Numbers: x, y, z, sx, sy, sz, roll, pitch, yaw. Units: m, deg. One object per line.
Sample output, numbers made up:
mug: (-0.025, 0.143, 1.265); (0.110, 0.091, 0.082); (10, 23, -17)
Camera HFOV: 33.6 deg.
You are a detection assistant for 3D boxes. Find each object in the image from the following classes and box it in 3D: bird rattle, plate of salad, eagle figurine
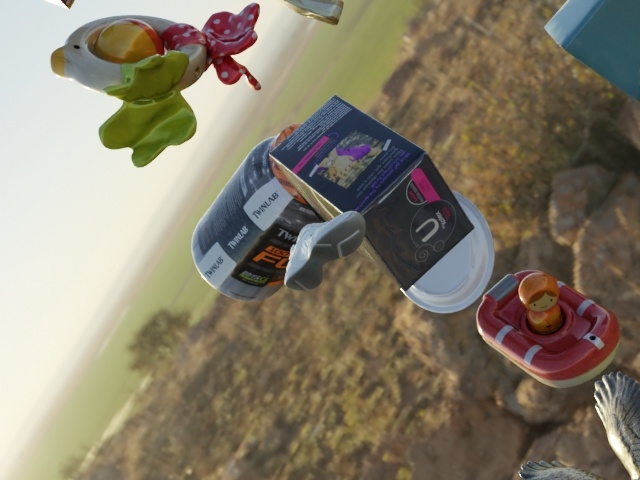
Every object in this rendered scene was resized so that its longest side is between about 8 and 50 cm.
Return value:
bird rattle: (-0.191, -0.219, 1.229); (0.143, 0.207, 0.253); (95, -160, -45)
plate of salad: (0.194, 0.016, 1.690); (0.048, 0.200, 0.200); (-7, -39, -51)
eagle figurine: (0.482, 0.380, 1.665); (0.226, 0.298, 0.225); (-25, -30, -41)

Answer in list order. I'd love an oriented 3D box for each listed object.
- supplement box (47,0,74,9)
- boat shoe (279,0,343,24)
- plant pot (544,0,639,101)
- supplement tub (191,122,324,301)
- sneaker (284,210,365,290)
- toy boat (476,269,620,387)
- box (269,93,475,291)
supplement box: (-0.316, -0.319, 1.246); (0.055, 0.043, 0.083); (-63, -19, -11)
boat shoe: (-0.017, -0.412, 1.835); (0.045, 0.135, 0.050); (-63, -25, -2)
plant pot: (0.523, -0.389, 1.767); (0.234, 0.165, 0.166); (-54, 13, 19)
supplement tub: (-0.084, -0.051, 1.943); (0.338, 0.207, 0.207); (-48, 13, 45)
sneaker: (0.000, 0.000, 1.243); (0.152, 0.054, 0.061); (-43, 41, 45)
toy boat: (0.336, 0.109, 1.588); (0.151, 0.151, 0.231); (-39, 45, -16)
box: (0.070, -0.076, 1.540); (0.143, 0.165, 0.270); (-42, 38, -4)
